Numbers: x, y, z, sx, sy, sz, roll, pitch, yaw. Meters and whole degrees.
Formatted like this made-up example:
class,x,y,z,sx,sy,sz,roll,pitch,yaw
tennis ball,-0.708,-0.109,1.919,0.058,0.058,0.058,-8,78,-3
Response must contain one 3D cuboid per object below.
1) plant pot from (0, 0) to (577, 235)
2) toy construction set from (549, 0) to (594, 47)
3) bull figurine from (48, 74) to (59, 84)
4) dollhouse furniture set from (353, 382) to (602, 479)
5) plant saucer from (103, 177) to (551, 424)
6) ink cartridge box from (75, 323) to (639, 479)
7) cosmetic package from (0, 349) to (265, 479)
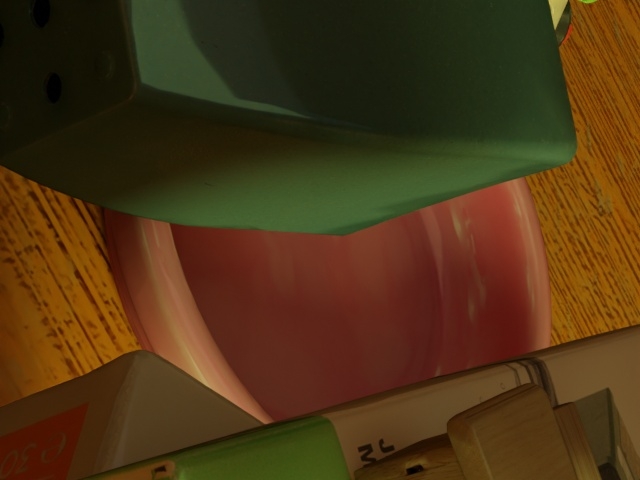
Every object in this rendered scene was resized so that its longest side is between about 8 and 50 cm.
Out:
class,x,y,z,sx,sy,sz,roll,pitch,yaw
plant pot,-0.032,-0.098,0.738,0.234,0.165,0.165,-1,78,-45
toy construction set,0.104,-0.243,1.012,0.151,0.215,0.327,12,22,-25
bull figurine,-0.173,-0.196,0.810,0.188,0.101,0.310,-39,105,-53
dollhouse furniture set,0.124,0.100,0.465,0.182,0.101,0.161,-17,86,-49
plant saucer,0.000,0.000,0.922,0.332,0.084,0.332,22,57,-39
ink cartridge box,0.039,0.146,0.521,0.273,0.115,0.198,-10,80,-49
cosmetic package,-0.126,0.286,0.543,0.161,0.230,0.453,36,48,-32
